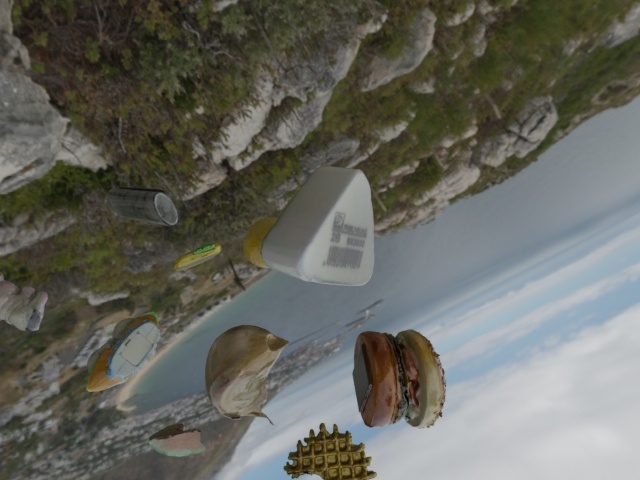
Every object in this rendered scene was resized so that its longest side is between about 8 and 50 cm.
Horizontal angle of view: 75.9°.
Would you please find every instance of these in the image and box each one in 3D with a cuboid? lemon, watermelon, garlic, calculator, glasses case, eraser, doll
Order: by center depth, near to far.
[{"bbox_3d":[-0.196,0.363,1.031,0.196,0.151,0.339,10,120,-2],"label":"garlic"},{"bbox_3d":[0.000,0.000,1.059,0.149,0.332,0.331,16,-164,40],"label":"eraser"},{"bbox_3d":[-0.406,0.546,1.144,0.155,0.101,0.080,0,119,-41],"label":"watermelon"},{"bbox_3d":[-0.876,0.185,1.153,0.095,0.192,0.149,-106,-139,-82],"label":"doll"},{"bbox_3d":[-0.546,-0.104,1.254,0.299,0.114,0.060,9,-142,40],"label":"glasses case"},{"bbox_3d":[-0.379,0.052,1.266,0.146,0.032,0.235,-23,178,-31],"label":"calculator"},{"bbox_3d":[-0.186,0.010,1.511,0.244,0.187,0.186,-22,168,33],"label":"lemon"}]

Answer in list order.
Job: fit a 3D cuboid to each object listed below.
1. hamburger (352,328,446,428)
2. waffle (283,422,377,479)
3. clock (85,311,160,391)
[{"bbox_3d":[0.220,0.392,1.168,0.225,0.291,0.291,0,157,-11],"label":"hamburger"},{"bbox_3d":[0.043,0.764,1.363,0.260,0.293,0.069,-44,171,-10],"label":"waffle"},{"bbox_3d":[-0.494,0.275,1.030,0.144,0.103,0.231,-12,-146,45],"label":"clock"}]
